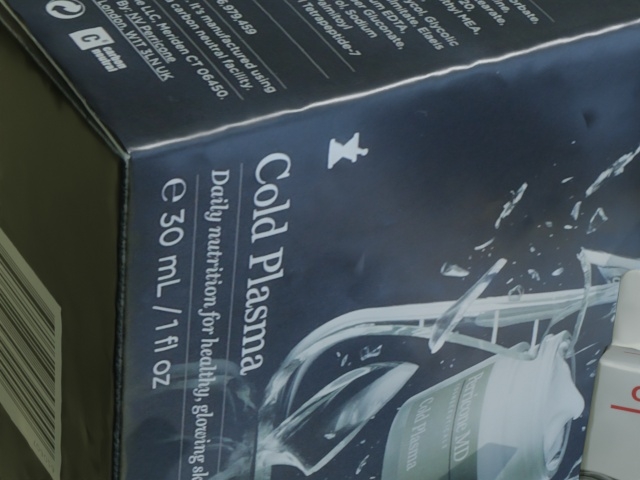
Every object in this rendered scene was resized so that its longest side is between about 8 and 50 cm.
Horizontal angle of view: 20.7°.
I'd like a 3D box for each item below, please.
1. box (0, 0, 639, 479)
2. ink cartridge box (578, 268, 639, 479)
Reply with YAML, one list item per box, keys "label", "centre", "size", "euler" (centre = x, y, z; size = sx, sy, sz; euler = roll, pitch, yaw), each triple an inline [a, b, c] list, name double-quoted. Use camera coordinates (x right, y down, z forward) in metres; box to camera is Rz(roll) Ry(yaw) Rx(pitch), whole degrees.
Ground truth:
- label: "box"
  centre: [0.000, 0.000, 1.254]
  size: [0.297, 0.472, 0.479]
  euler: [46, -37, 39]
- label: "ink cartridge box"
  centre: [0.172, 0.111, 0.810]
  size: [0.060, 0.104, 0.180]
  euler: [-18, 117, -75]
